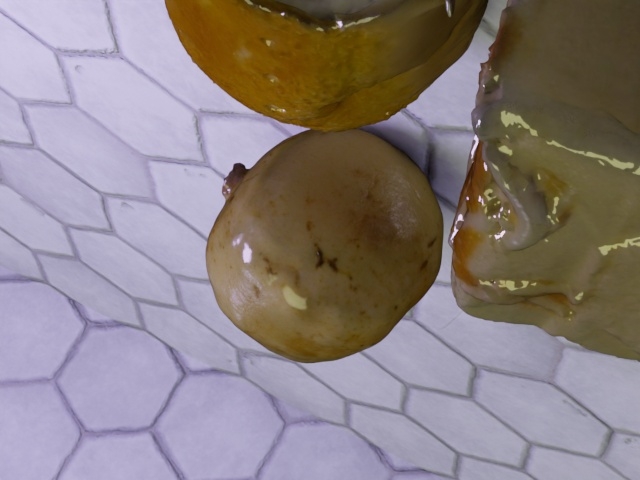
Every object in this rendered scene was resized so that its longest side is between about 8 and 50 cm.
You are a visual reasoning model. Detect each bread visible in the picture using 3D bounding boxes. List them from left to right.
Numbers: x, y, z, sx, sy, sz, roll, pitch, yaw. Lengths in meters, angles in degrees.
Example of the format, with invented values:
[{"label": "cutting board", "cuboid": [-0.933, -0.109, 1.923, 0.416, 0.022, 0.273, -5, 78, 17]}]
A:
[{"label": "bread", "cuboid": [-0.007, -0.266, 1.518, 0.361, 0.250, 0.394, 28, 157, 6]}, {"label": "bread", "cuboid": [0.280, -0.114, 1.303, 0.279, 0.371, 0.390, 16, 157, 5]}]

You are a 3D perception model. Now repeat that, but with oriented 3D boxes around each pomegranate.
[{"label": "pomegranate", "cuboid": [0.000, 0.000, 1.959, 0.332, 0.332, 0.332, 25, 155, 12]}]
